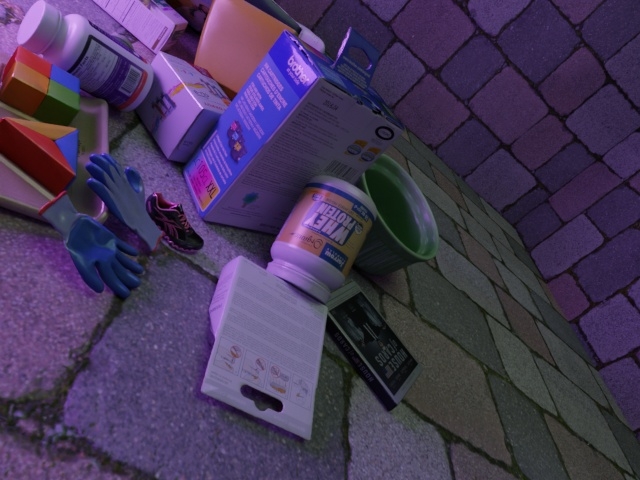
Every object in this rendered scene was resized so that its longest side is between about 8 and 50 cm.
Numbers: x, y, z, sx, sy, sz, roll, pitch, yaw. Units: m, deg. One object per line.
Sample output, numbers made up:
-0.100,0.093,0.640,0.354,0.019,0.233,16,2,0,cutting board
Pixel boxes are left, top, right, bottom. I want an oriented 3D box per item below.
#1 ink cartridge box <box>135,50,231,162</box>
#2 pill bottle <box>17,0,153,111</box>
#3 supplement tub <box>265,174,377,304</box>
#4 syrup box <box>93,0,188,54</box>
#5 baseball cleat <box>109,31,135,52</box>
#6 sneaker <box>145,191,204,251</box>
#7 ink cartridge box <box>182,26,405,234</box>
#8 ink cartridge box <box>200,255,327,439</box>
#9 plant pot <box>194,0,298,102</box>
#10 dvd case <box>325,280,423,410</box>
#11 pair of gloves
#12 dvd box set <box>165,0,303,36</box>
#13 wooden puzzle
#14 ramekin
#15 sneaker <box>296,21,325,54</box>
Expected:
-0.258,-0.251,0.937,0.176,0.127,0.128,53,25,20,ink cartridge box
-0.397,-0.312,0.816,0.194,0.108,0.108,27,30,-51,pill bottle
0.000,0.000,0.857,0.145,0.199,0.144,26,-14,7,supplement tub
-0.453,-0.573,1.157,0.237,0.096,0.093,39,26,-13,syrup box
-0.414,-0.356,0.927,0.109,0.072,0.206,50,28,-8,baseball cleat
-0.228,-0.031,0.752,0.119,0.057,0.047,40,24,-17,sneaker
-0.031,-0.195,0.898,0.270,0.395,0.151,12,42,-51,ink cartridge box
-0.085,0.159,0.722,0.189,0.066,0.232,34,45,-25,ink cartridge box
-0.192,-0.439,1.177,0.212,0.187,0.212,31,-5,0,plant pot
0.097,0.198,0.951,0.238,0.029,0.179,51,26,11,dvd case
-0.276,-0.026,0.638,0.198,0.023,0.159,-79,147,-52,pair of gloves
-0.254,-0.609,1.301,0.308,0.062,0.420,33,-5,-27,dvd box set
-0.445,-0.189,0.623,0.348,0.080,0.322,22,35,-41,wooden puzzle
0.151,-0.058,1.209,0.303,0.148,0.303,32,41,-33,ramekin
-0.124,-0.606,1.380,0.297,0.110,0.129,24,2,-3,sneaker
